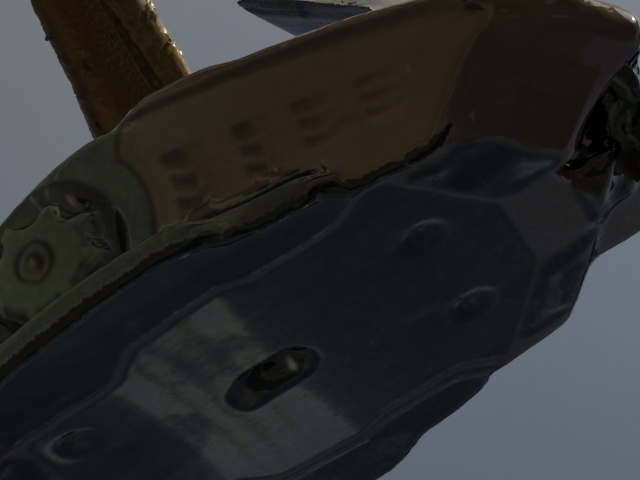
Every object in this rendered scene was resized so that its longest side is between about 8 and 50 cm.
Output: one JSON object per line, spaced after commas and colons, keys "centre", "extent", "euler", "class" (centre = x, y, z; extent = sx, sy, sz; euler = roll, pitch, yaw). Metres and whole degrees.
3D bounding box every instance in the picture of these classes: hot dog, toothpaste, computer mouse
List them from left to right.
{"centre": [-0.118, -0.103, 1.131], "extent": [0.088, 0.286, 0.061], "euler": [-23, -148, -4], "class": "hot dog"}
{"centre": [-0.004, -0.004, 0.678], "extent": [0.389, 0.199, 0.115], "euler": [-32, -124, 6], "class": "computer mouse"}
{"centre": [0.030, -0.139, 1.177], "extent": [0.089, 0.234, 0.057], "euler": [5, -87, 21], "class": "toothpaste"}
